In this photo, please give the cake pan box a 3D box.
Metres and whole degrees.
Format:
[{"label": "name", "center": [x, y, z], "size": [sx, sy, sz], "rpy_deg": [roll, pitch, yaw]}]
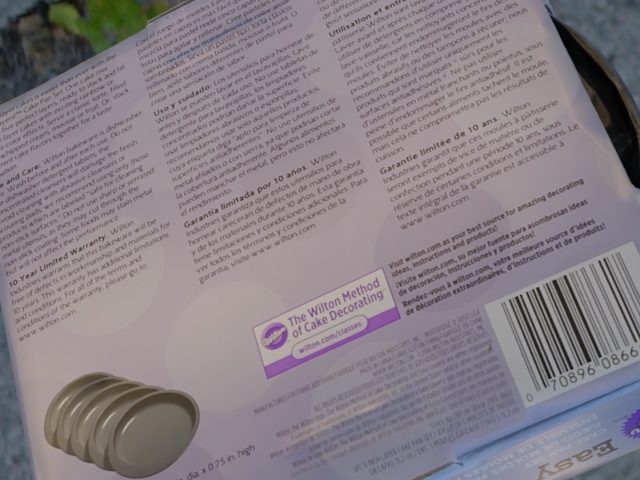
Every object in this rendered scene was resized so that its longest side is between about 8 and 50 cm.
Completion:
[{"label": "cake pan box", "center": [0.000, 0.000, 0.579], "size": [0.266, 0.246, 0.070], "rpy_deg": [-27, 149, 10]}]
